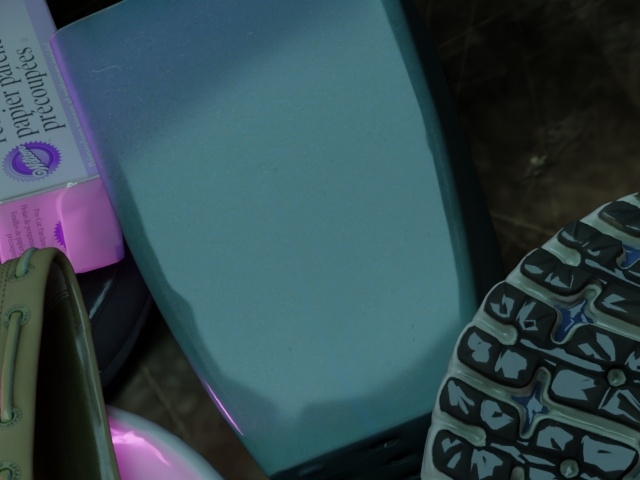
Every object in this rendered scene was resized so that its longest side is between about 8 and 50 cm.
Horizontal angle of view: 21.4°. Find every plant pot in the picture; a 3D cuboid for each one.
[{"bbox_3d":[0.000,0.000,0.814,0.166,0.165,0.234,-22,66,8],"label":"plant pot"}]

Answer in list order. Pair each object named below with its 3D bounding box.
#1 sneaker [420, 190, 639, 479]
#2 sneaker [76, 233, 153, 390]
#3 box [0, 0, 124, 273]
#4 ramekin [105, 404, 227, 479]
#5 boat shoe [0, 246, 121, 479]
[{"bbox_3d":[0.092,0.123,0.711,0.130,0.147,0.330,32,89,14],"label":"sneaker"},{"bbox_3d":[-0.193,0.065,0.877,0.267,0.106,0.101,-44,57,-7],"label":"sneaker"},{"bbox_3d":[-0.180,-0.109,0.938,0.063,0.067,0.324,-16,46,-11],"label":"box"},{"bbox_3d":[-0.125,0.217,0.764,0.273,0.127,0.272,-8,63,16],"label":"ramekin"},{"bbox_3d":[-0.108,0.122,0.670,0.089,0.104,0.285,-29,58,5],"label":"boat shoe"}]
